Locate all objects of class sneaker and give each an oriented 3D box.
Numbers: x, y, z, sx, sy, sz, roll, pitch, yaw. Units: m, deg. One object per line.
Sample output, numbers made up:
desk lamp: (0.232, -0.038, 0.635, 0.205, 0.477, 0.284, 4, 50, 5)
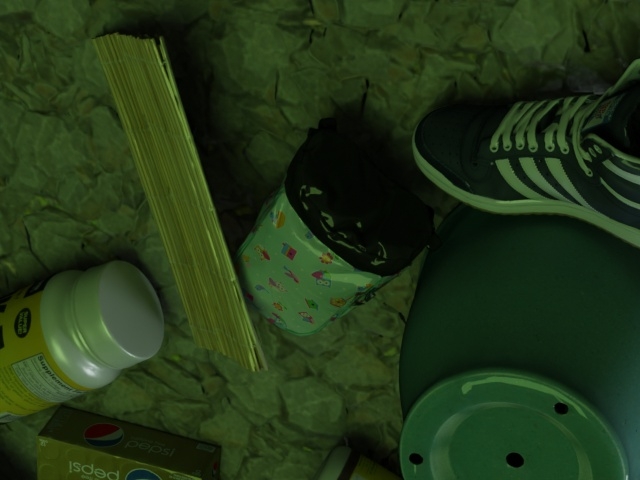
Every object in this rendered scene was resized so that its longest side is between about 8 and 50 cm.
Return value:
sneaker: (0.191, -0.082, 1.307, 0.282, 0.099, 0.153, 19, 156, 26)

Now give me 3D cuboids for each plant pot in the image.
plant pot: (0.181, 0.121, 1.386, 0.271, 0.255, 0.272, 9, 121, 15)

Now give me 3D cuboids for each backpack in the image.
backpack: (0.000, 0.000, 1.449, 0.152, 0.115, 0.182, 46, 146, 3)

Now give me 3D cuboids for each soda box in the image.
soda box: (-0.196, 0.228, 1.699, 0.181, 0.058, 0.061, 13, 122, 13)

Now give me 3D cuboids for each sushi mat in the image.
sushi mat: (-0.125, -0.036, 1.480, 0.151, 0.019, 0.317, 19, 129, 62)

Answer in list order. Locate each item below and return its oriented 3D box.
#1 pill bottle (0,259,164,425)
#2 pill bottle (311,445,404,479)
pill bottle: (-0.261, 0.098, 1.613, 0.208, 0.119, 0.119, -22, 109, 28)
pill bottle: (0.079, 0.297, 1.603, 0.215, 0.117, 0.117, 31, 124, 1)
